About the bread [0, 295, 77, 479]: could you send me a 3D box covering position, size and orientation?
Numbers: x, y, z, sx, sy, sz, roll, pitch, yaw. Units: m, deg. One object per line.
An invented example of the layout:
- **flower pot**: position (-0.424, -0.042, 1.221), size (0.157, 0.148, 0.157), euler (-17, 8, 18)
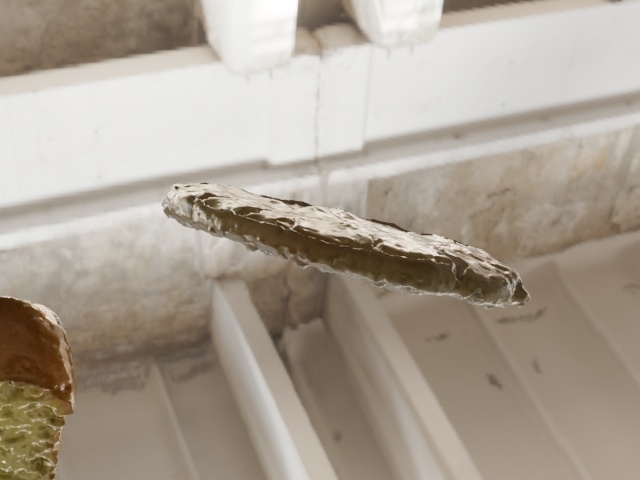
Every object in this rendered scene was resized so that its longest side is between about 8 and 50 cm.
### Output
- **bread**: position (-0.203, 0.073, 0.489), size (0.187, 0.103, 0.065), euler (-6, -130, -12)

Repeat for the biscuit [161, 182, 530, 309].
- **biscuit**: position (0.000, -0.002, 0.757), size (0.290, 0.038, 0.141), euler (15, -173, 18)
